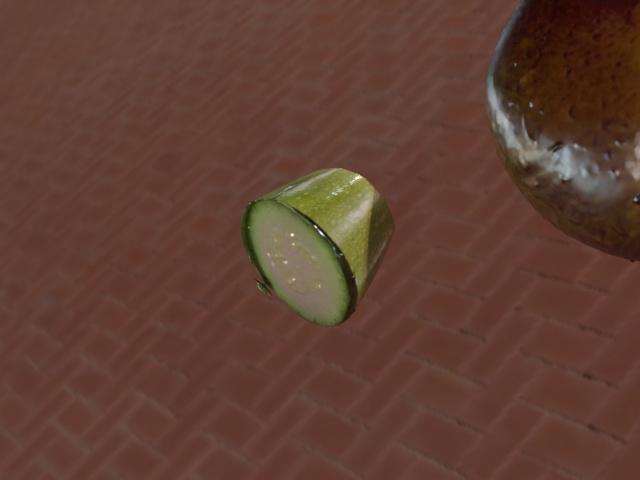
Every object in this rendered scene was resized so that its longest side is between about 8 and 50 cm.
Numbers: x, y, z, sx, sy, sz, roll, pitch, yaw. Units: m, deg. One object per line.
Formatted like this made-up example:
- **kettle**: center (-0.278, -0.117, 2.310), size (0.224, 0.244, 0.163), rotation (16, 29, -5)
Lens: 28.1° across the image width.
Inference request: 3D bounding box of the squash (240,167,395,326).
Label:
- **squash**: center (0.000, 0.000, 1.436), size (0.170, 0.170, 0.123), rotation (-3, 32, 45)

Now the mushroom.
- **mushroom**: center (0.315, -0.136, 1.269), size (0.356, 0.331, 0.334), rotation (165, 106, -69)
